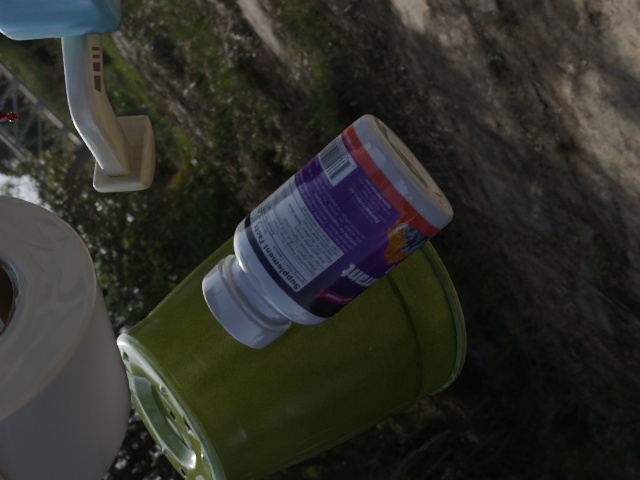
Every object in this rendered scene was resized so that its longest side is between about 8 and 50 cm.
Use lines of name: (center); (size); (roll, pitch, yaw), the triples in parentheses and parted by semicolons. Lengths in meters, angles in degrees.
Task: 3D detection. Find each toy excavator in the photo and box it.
toy excavator: (-0.339, -0.306, 0.962); (0.433, 0.223, 0.444); (48, -140, -86)

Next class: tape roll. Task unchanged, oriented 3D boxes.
tape roll: (-0.287, 0.104, 0.561); (0.246, 0.246, 0.169); (41, 147, 29)

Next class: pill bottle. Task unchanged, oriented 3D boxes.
pill bottle: (0.000, 0.000, 0.568); (0.108, 0.193, 0.108); (45, -163, -18)

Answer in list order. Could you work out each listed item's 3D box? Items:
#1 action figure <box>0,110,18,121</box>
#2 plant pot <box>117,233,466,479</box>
action figure: (-0.607, -0.252, 1.276); (0.139, 0.091, 0.280); (37, 133, 22)
plant pot: (-0.061, 0.145, 0.943); (0.366, 0.353, 0.366); (36, 143, 33)
